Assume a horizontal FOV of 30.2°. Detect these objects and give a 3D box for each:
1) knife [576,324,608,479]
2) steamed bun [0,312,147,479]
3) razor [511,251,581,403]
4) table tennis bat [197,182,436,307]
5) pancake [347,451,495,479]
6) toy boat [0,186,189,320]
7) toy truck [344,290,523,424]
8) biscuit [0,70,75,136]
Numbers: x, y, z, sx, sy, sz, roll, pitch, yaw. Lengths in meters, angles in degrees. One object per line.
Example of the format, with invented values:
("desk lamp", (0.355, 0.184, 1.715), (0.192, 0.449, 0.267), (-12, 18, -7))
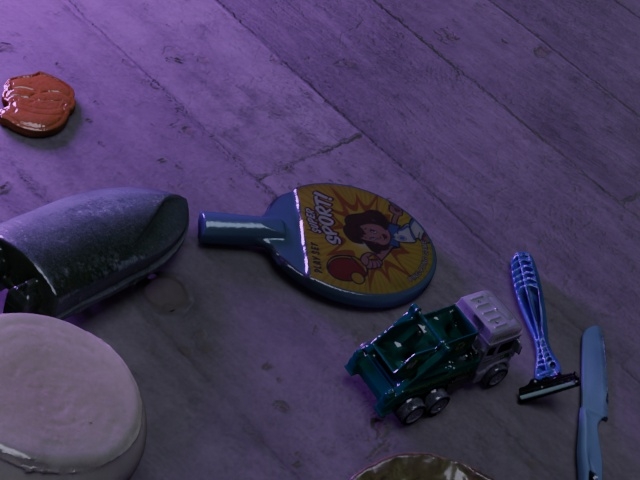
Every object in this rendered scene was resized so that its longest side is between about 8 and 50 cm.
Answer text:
("knife", (0.348, 0.213, 1.512), (0.044, 0.019, 0.313), (24, 42, -8))
("steamed bun", (-0.297, 0.191, 1.196), (0.231, 0.145, 0.232), (22, 34, -16))
("razor", (0.285, 0.111, 1.576), (0.081, 0.042, 0.253), (-21, 41, 16))
("table tennis bat", (0.000, 0.000, 1.583), (0.328, 0.044, 0.215), (7, 45, -16))
("pancake", (0.121, 0.339, 1.277), (0.241, 0.050, 0.242), (8, 53, -11))
("toy boat", (-0.270, 0.005, 1.442), (0.141, 0.092, 0.319), (38, 38, 19))
("toy truck", (0.147, 0.130, 1.445), (0.216, 0.116, 0.110), (-15, 53, -32))
("biscuit", (-0.392, -0.191, 1.642), (0.102, 0.019, 0.130), (14, 42, -8))
